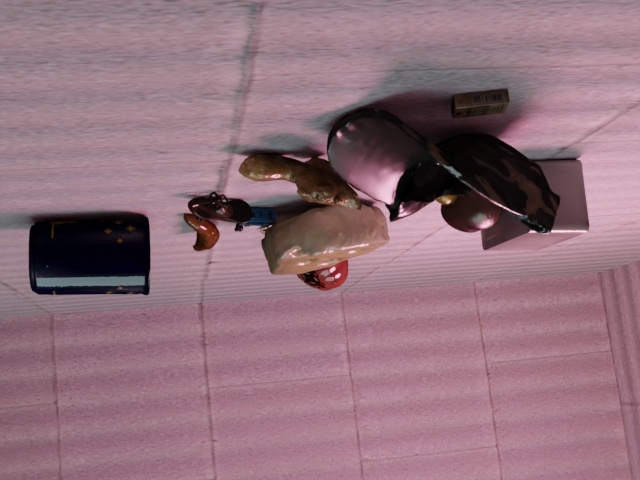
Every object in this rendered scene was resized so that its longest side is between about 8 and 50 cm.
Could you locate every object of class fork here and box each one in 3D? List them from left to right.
[{"bbox_3d":[-0.136,-0.035,2.048,0.034,0.028,0.219,-7,171,-11],"label":"fork"}]

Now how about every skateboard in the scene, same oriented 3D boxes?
[{"bbox_3d":[-0.209,-0.068,1.745,0.151,0.067,0.080,9,154,-43],"label":"skateboard"}]

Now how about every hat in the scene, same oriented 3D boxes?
[{"bbox_3d":[0.211,-0.143,1.389,0.366,0.257,0.381,6,144,42],"label":"hat"}]

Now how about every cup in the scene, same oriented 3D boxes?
[{"bbox_3d":[-0.526,0.045,1.877,0.257,0.178,0.255,-1,168,-14],"label":"cup"}]

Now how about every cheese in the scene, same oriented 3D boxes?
[{"bbox_3d":[0.000,0.000,1.977,0.327,0.115,0.318,-20,170,26],"label":"cheese"}]

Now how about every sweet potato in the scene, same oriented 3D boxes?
[{"bbox_3d":[-0.283,-0.017,1.998,0.078,0.058,0.255,15,166,1],"label":"sweet potato"}]

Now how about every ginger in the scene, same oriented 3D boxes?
[{"bbox_3d":[-0.035,-0.109,1.453,0.214,0.133,0.058,7,124,-25],"label":"ginger"}]

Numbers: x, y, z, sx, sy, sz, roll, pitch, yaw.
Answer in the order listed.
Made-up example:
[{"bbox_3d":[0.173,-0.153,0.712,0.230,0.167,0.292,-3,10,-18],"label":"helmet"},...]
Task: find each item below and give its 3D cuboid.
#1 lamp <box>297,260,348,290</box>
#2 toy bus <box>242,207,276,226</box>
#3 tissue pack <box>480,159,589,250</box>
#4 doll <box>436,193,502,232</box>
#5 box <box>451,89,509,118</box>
[{"bbox_3d":[0.000,0.057,2.316,0.182,0.140,0.182,28,150,18],"label":"lamp"},{"bbox_3d":[-0.146,-0.055,1.898,0.083,0.038,0.046,0,166,-33],"label":"toy bus"},{"bbox_3d":[0.456,-0.072,1.791,0.136,0.159,0.246,-1,170,-12],"label":"tissue pack"},{"bbox_3d":[0.310,-0.086,1.754,0.145,0.096,0.188,-2,145,38],"label":"doll"},{"bbox_3d":[0.244,-0.209,1.258,0.083,0.024,0.053,-8,170,4],"label":"box"}]
